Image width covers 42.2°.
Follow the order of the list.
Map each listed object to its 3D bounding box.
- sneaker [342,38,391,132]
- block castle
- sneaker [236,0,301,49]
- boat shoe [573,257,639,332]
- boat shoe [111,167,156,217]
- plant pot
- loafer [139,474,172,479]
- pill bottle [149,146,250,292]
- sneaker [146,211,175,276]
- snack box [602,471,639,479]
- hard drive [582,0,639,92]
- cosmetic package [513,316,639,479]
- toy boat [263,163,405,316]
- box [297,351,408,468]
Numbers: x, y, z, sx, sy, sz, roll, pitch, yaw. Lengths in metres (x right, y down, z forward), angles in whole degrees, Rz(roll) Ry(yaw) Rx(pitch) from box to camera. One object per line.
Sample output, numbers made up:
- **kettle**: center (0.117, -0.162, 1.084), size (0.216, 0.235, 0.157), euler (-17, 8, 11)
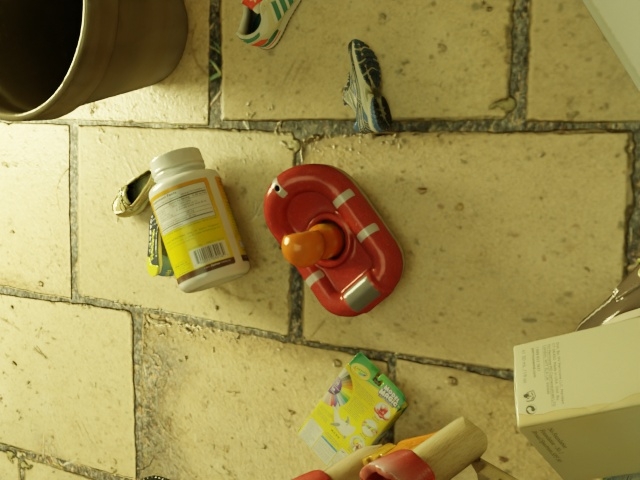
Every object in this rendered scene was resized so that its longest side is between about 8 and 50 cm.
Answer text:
- **sneaker**: center (0.053, -0.214, 1.165), size (0.058, 0.052, 0.135), euler (-13, 88, 37)
- **block castle**: center (0.147, 0.469, 1.019), size (0.303, 0.213, 0.453), euler (-36, 81, 54)
- **sneaker**: center (-0.073, -0.357, 1.212), size (0.057, 0.075, 0.161), euler (38, 114, 23)
- **boat shoe**: center (0.410, 0.054, 0.943), size (0.324, 0.117, 0.096), euler (-45, 31, 41)
- **boat shoe**: center (-0.312, -0.084, 1.403), size (0.153, 0.048, 0.056), euler (-24, 70, 36)
- **plant pot**: center (-0.368, -0.341, 1.279), size (0.323, 0.280, 0.323), euler (4, 98, 31)
- **loafer**: center (-0.227, 0.469, 1.414), size (0.220, 0.080, 0.078), euler (12, 112, 36)
- **pill bottle**: center (-0.196, -0.033, 1.303), size (0.117, 0.117, 0.214), euler (-23, 83, 32)
- **sneaker**: center (-0.253, -0.007, 1.385), size (0.053, 0.059, 0.144), euler (-16, 68, 57)
- **snack box**: center (0.403, 0.329, 0.965), size (0.100, 0.037, 0.141), euler (-17, 116, 51)
- **hard drive**: center (0.421, -0.275, 0.932), size (0.203, 0.040, 0.307), euler (-34, 77, 30)
- **cosmetic package**: center (0.387, 0.164, 0.908), size (0.310, 0.160, 0.113), euler (-19, 44, 30)
- **toy boat**: center (0.000, 0.000, 1.163), size (0.151, 0.151, 0.231), euler (-43, 73, 28)
- **box**: center (0.051, 0.257, 1.227), size (0.105, 0.043, 0.179), euler (44, 118, 21)
